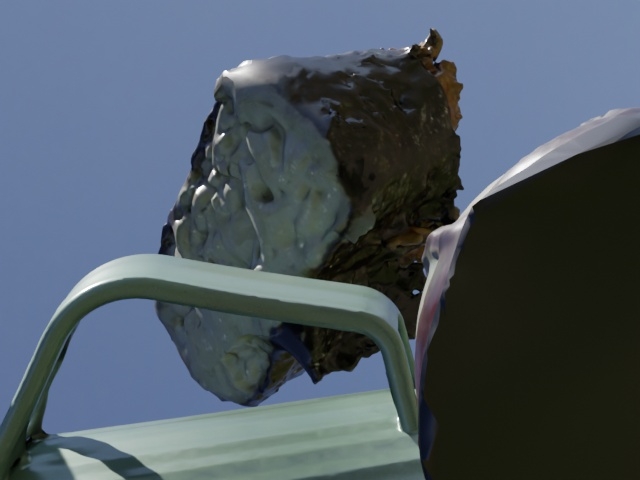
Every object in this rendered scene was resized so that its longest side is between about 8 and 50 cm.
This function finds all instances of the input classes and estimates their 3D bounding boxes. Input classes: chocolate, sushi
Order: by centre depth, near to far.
[{"bbox_3d":[0.161,0.051,0.971,0.186,0.283,0.284,-129,34,-71],"label":"chocolate"},{"bbox_3d":[0.000,0.000,1.580,0.207,0.234,0.348,-16,-31,-39],"label":"sushi"}]

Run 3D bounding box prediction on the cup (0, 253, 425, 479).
[{"bbox_3d":[-0.034,0.222,1.230,0.310,0.392,0.401,-98,-7,-49],"label":"cup"}]
